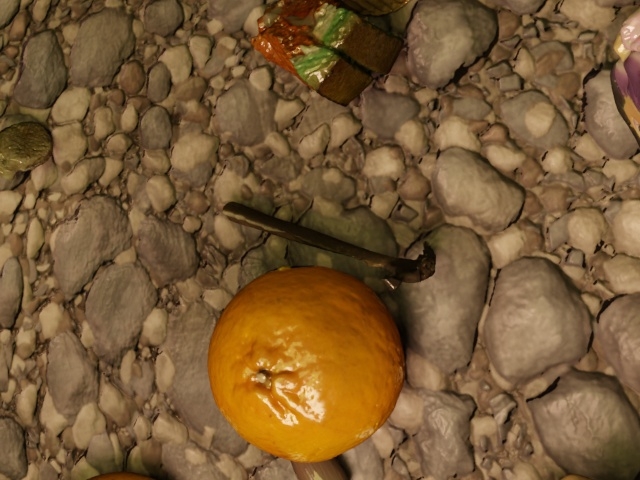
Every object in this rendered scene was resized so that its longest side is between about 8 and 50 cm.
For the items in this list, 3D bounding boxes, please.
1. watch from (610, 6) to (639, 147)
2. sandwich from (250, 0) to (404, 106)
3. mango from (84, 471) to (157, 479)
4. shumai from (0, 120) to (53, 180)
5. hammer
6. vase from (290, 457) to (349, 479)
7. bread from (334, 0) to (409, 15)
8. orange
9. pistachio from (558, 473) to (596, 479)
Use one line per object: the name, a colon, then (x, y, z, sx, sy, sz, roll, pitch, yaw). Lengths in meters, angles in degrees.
watch: (0.410, -0.172, 1.006, 0.231, 0.244, 0.196, -35, 75, -3)
sandwich: (-0.003, -0.227, 1.200, 0.160, 0.185, 0.109, 35, 98, 14)
mango: (-0.246, 0.346, 1.334, 0.178, 0.090, 0.115, -11, 95, 21)
shumai: (-0.410, -0.113, 1.459, 0.080, 0.082, 0.083, 116, 153, -46)
hammer: (0.000, -0.001, 1.240, 0.297, 0.125, 0.027, 16, 112, 34)
vase: (-0.011, 0.254, 1.249, 0.053, 0.053, 0.100, -40, 68, 18)
bread: (0.064, -0.385, 1.207, 0.179, 0.133, 0.250, 44, 106, 17)
orange: (-0.017, 0.134, 1.177, 0.219, 0.193, 0.219, 0, 89, 1)
pistachio: (0.287, 0.384, 1.025, 0.318, 0.214, 0.193, 61, 148, 21)
